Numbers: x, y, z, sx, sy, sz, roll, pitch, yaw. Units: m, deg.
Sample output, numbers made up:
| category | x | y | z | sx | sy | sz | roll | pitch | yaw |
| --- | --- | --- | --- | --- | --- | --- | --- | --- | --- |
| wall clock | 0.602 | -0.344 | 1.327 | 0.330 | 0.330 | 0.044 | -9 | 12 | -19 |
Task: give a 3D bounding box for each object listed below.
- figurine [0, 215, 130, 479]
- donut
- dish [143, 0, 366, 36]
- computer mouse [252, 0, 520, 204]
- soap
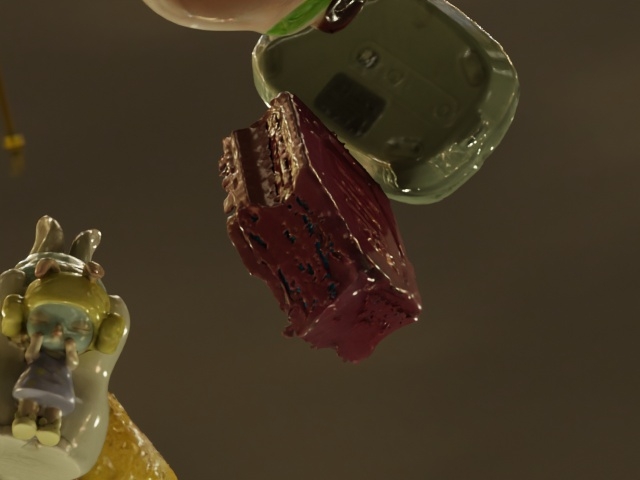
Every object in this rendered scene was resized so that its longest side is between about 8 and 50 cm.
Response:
| category | x | y | z | sx | sy | sz | roll | pitch | yaw |
| --- | --- | --- | --- | --- | --- | --- | --- | --- | --- |
| figurine | -0.218 | 0.067 | 1.275 | 0.127 | 0.155 | 0.235 | 9 | -117 | -2 |
| donut | -0.255 | 0.222 | 1.711 | 0.118 | 0.253 | 0.253 | -41 | -139 | -7 |
| dish | 0.002 | -0.170 | 0.510 | 0.213 | 0.213 | 0.090 | -26 | -124 | -26 |
| computer mouse | 0.063 | -0.161 | 1.567 | 0.197 | 0.095 | 0.331 | -50 | -130 | 5 |
| soap | 0.000 | 0.000 | 1.343 | 0.099 | 0.162 | 0.250 | -36 | -151 | 13 |
